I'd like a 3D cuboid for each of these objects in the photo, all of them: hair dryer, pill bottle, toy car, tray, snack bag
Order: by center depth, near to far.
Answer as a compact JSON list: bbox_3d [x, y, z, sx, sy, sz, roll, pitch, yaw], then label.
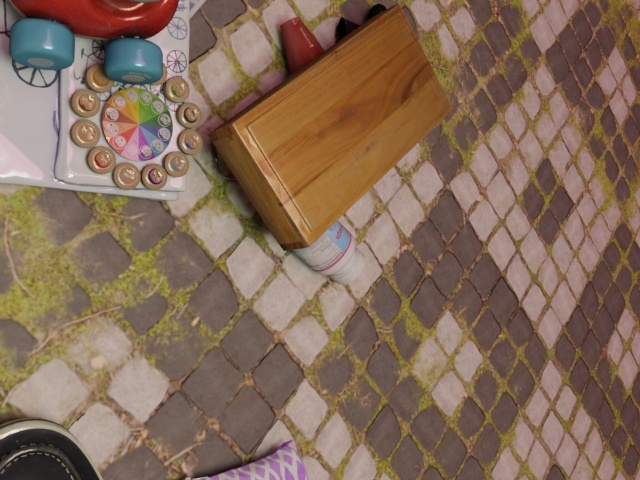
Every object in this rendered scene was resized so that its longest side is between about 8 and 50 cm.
[{"bbox_3d":[-0.236,-0.322,0.744,0.210,0.238,0.219,3,84,-33],"label":"toy car"},{"bbox_3d":[-0.330,-0.225,0.852,0.342,0.037,0.323,3,88,-35],"label":"snack bag"},{"bbox_3d":[0.039,-0.187,1.029,0.411,0.076,0.203,-44,111,-34],"label":"tray"},{"bbox_3d":[-0.046,-0.221,1.067,0.223,0.080,0.294,15,77,-36],"label":"hair dryer"},{"bbox_3d":[0.000,0.000,1.079,0.160,0.087,0.087,43,62,-28],"label":"pill bottle"}]

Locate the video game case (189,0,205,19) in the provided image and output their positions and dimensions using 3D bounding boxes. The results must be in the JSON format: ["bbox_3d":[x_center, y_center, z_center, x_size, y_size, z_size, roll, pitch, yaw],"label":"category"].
[{"bbox_3d":[-0.267,-0.369,0.940,0.183,0.023,0.201,45,61,-27],"label":"video game case"}]

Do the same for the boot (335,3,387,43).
[{"bbox_3d":[0.075,-0.381,1.199,0.099,0.045,0.121,4,84,-35],"label":"boot"}]

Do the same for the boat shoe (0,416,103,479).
[{"bbox_3d":[-0.298,0.454,0.767,0.186,0.156,0.501,-9,90,-36],"label":"boat shoe"}]

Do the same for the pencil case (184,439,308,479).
[{"bbox_3d":[-0.117,0.364,0.965,0.206,0.086,0.088,-5,66,-40],"label":"pencil case"}]

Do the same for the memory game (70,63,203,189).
[{"bbox_3d":[-0.242,-0.157,0.886,0.186,0.012,0.186,-1,92,-36],"label":"memory game"}]
